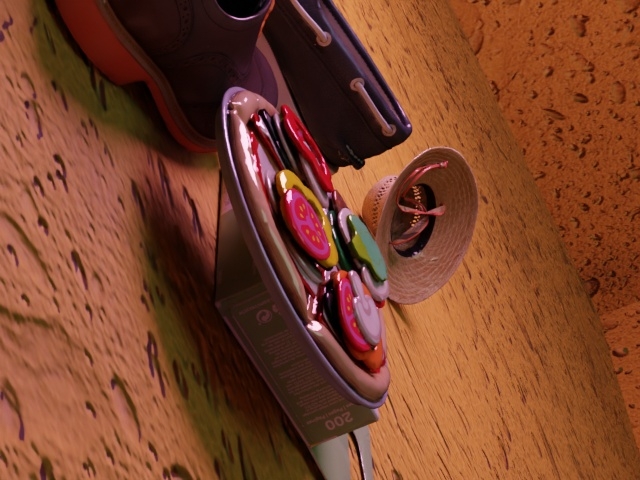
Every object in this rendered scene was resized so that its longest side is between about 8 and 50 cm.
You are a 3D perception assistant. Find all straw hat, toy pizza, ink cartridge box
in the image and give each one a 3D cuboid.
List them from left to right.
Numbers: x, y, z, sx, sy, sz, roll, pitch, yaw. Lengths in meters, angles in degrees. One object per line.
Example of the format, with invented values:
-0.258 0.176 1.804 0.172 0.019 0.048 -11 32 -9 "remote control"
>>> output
0.000 0.000 1.053 0.201 0.032 0.201 59 14 -25 "toy pizza"
0.008 0.073 1.162 0.235 0.056 0.171 59 14 -28 "ink cartridge box"
0.070 -0.022 1.578 0.061 0.144 0.144 23 -20 37 "straw hat"

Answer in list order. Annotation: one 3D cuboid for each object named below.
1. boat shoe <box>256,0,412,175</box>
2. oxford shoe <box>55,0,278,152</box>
-0.025 -0.191 1.395 0.114 0.091 0.302 -91 156 -61 "boat shoe"
-0.062 -0.120 1.081 0.271 0.098 0.097 30 39 -71 "oxford shoe"
